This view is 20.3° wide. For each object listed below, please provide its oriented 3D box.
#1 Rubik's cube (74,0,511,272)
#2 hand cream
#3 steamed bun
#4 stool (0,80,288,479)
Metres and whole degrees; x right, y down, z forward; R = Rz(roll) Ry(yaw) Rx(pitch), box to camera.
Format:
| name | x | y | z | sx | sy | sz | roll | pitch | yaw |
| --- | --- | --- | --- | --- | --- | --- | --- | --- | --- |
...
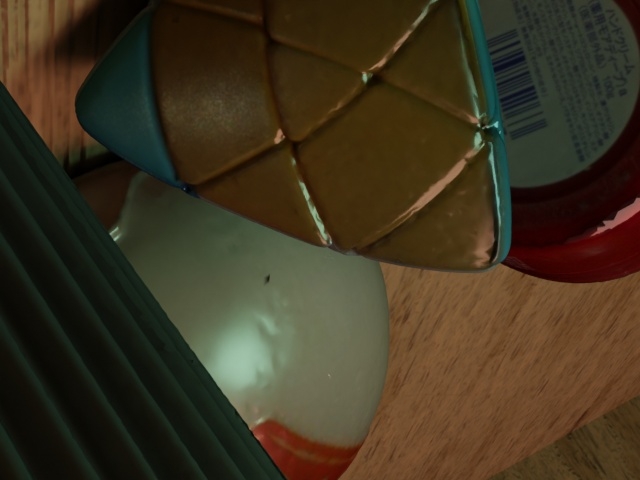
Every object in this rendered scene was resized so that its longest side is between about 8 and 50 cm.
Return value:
| name | x | y | z | sx | sy | sz | roll | pitch | yaw |
| --- | --- | --- | --- | --- | --- | --- | --- | --- | --- |
| Rubik's cube | 0.038 | -0.078 | 1.018 | 0.254 | 0.254 | 0.254 | -29 | 161 | -11 |
| hand cream | 0.156 | -0.087 | 1.173 | 0.230 | 0.230 | 0.149 | -38 | 158 | 14 |
| steamed bun | -0.112 | 0.112 | 1.219 | 0.374 | 0.241 | 0.374 | -31 | 164 | -9 |
| stool | -0.215 | 0.054 | 0.758 | 0.297 | 0.330 | 0.297 | -29 | 162 | -11 |
